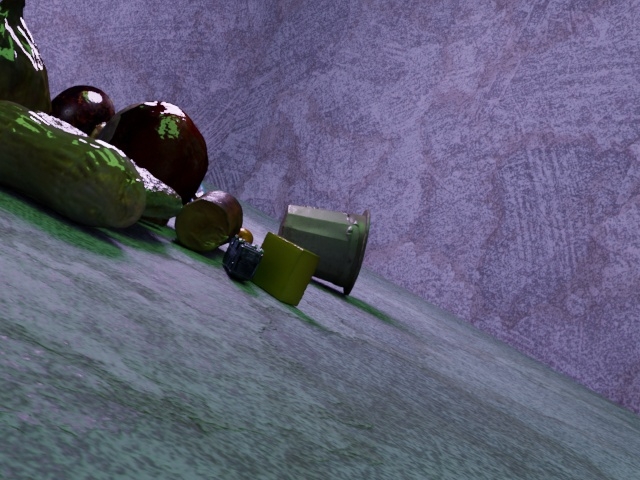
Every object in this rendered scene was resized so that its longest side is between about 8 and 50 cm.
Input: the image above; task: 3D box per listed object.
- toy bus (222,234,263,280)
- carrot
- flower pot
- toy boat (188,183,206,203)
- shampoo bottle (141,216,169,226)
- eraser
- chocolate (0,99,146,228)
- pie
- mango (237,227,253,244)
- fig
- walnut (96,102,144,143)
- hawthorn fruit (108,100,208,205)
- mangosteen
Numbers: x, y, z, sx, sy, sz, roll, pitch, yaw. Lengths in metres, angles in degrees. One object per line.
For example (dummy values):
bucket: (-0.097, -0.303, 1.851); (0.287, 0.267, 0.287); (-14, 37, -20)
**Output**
toy bus: (-0.139, 0.031, 1.673); (0.047, 0.065, 0.166); (25, 1, -12)
carrot: (-0.213, -0.040, 1.858); (0.114, 0.114, 0.302); (25, 5, -2)
flower pot: (0.000, 0.000, 2.250); (0.202, 0.213, 0.212); (18, 3, -5)
toy boat: (-0.333, -0.094, 2.345); (0.110, 0.091, 0.175); (-9, 14, -11)
shampoo bottle: (-0.382, -0.084, 1.765); (0.220, 0.051, 0.108); (25, 0, -27)
eraser: (-0.067, 0.048, 1.670); (0.045, 0.097, 0.122); (23, 2, -38)
chocolate: (-0.394, -0.113, 1.410); (0.309, 0.134, 0.134); (26, 3, 7)
pie: (-0.365, -0.121, 1.626); (0.323, 0.071, 0.323); (29, 7, -4)
mango: (-0.190, -0.008, 2.202); (0.060, 0.046, 0.089); (27, -11, -25)
fig: (-0.568, -0.333, 1.667); (0.286, 0.369, 0.286); (36, 2, -2)
walnut: (-0.418, -0.215, 2.201); (0.224, 0.224, 0.224); (26, 3, -1)
hawthorn fruit: (-0.326, -0.152, 1.942); (0.210, 0.230, 0.266); (0, -24, 23)
mangosteen: (-0.616, -0.298, 2.501); (0.217, 0.192, 0.192); (47, 7, 11)
